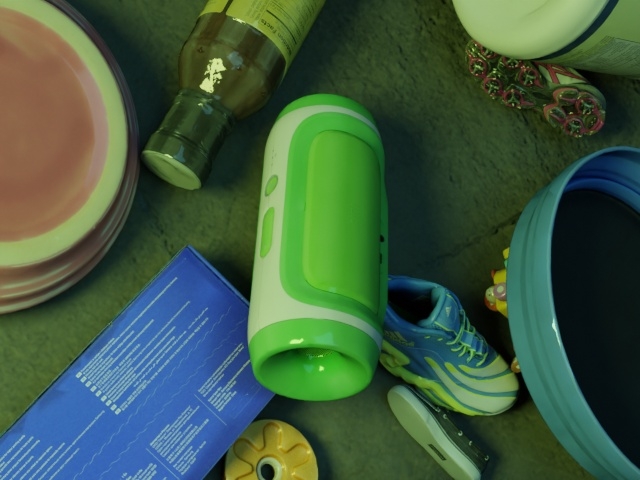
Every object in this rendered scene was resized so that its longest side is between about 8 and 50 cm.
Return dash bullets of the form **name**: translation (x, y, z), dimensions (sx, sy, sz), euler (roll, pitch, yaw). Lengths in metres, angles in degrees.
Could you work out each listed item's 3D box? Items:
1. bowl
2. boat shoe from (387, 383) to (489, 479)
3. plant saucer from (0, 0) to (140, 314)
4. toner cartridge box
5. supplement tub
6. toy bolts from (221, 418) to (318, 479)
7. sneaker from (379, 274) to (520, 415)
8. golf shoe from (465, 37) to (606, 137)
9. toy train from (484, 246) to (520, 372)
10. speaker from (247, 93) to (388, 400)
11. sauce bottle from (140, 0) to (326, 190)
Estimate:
- **bowl**: translation (0.354, 0.090, 1.124), dimensions (0.391, 0.077, 0.391), euler (15, 65, -35)
- **boat shoe**: translation (0.126, 0.201, 1.085), dimensions (0.142, 0.049, 0.040), euler (50, 61, -12)
- **plant saucer**: translation (-0.303, -0.097, 0.912), dimensions (0.332, 0.084, 0.332), euler (4, 83, -36)
- **toner cartridge box**: translation (-0.189, 0.183, 0.949), dimensions (0.165, 0.075, 0.348), euler (45, 67, -6)
- **supplement tub**: translation (0.332, -0.307, 1.148), dimensions (0.325, 0.235, 0.235), euler (0, 78, -37)
- **toy bolts**: translation (-0.013, 0.276, 0.928), dimensions (0.218, 0.158, 0.228), euler (50, 54, -2)
- **sneaker**: translation (0.125, 0.110, 1.058), dimensions (0.240, 0.126, 0.091), euler (28, 70, -13)
- **golf shoe**: translation (0.255, -0.191, 1.217), dimensions (0.186, 0.067, 0.086), euler (30, 34, -5)
- **toy train**: translation (0.221, 0.080, 1.127), dimensions (0.125, 0.046, 0.166), euler (55, 32, -19)
- **speaker**: translation (0.000, 0.000, 0.991), dimensions (0.131, 0.131, 0.296), euler (16, 52, -17)
- **sauce bottle**: translation (-0.078, -0.211, 1.061), dimensions (0.111, 0.111, 0.344), euler (32, 70, -12)
